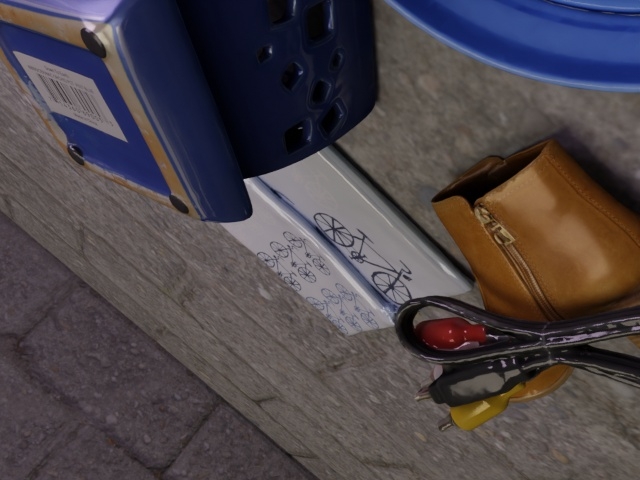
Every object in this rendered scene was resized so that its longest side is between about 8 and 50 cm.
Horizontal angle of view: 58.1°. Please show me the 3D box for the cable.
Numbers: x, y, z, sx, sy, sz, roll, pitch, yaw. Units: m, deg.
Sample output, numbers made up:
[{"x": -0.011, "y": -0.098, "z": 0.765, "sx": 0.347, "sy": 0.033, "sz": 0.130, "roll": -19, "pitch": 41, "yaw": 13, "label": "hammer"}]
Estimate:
[{"x": 0.175, "y": 0.082, "z": 0.480, "sx": 0.287, "sy": 0.072, "sz": 0.139, "roll": -29, "pitch": 86, "yaw": 40, "label": "cable"}]

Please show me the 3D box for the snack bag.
[{"x": 0.000, "y": 0.000, "z": 0.758, "sx": 0.323, "sy": 0.037, "sz": 0.342, "roll": 44, "pitch": 152, "yaw": -8, "label": "snack bag"}]

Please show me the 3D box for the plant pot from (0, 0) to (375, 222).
[{"x": -0.113, "y": -0.164, "z": 0.454, "sx": 0.236, "sy": 0.212, "sz": 0.236, "roll": 24, "pitch": 150, "yaw": 27, "label": "plant pot"}]

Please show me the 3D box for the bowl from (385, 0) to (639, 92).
[{"x": 0.121, "y": -0.238, "z": 0.200, "sx": 0.391, "sy": 0.077, "sz": 0.391, "roll": 30, "pitch": 152, "yaw": 18, "label": "bowl"}]

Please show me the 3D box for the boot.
[{"x": 0.177, "y": 0.037, "z": 0.543, "sx": 0.211, "sy": 0.104, "sz": 0.295, "roll": 45, "pitch": 148, "yaw": 0, "label": "boot"}]
